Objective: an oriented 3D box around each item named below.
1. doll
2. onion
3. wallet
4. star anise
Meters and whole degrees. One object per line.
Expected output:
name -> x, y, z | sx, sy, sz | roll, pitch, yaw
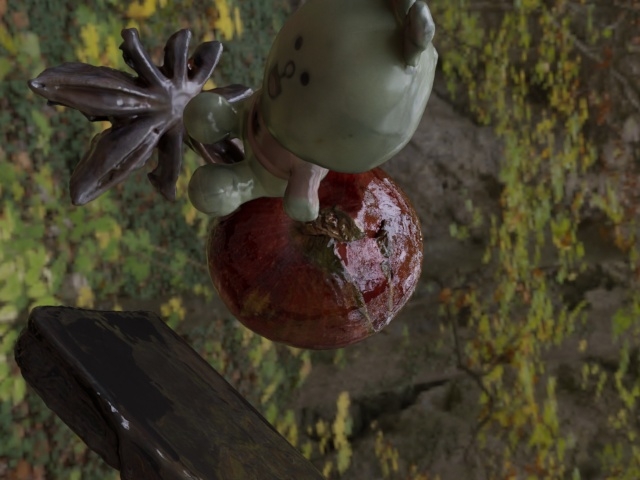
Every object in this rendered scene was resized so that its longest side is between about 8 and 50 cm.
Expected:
doll -> 0.004, -0.108, 0.715 | 0.275, 0.113, 0.155 | -30, -118, 45
onion -> -0.003, 0.002, 1.070 | 0.161, 0.248, 0.248 | 88, -11, -46
wallet -> -0.039, 0.148, 0.544 | 0.309, 0.042, 0.165 | 42, 12, 17
star anise -> -0.188, -0.139, 1.059 | 0.110, 0.257, 0.199 | 32, -52, 53
